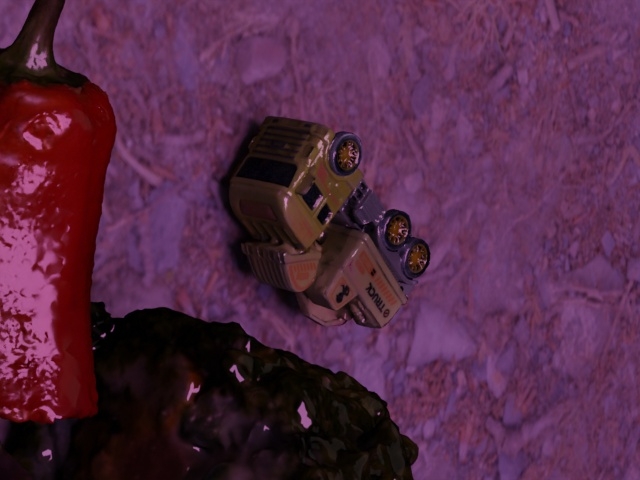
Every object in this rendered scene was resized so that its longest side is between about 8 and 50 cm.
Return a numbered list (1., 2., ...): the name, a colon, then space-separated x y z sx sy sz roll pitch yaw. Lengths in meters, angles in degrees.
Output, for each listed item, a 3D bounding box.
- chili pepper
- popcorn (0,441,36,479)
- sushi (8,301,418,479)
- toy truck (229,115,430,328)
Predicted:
1. chili pepper: -0.199 -0.056 1.244 0.135 0.131 0.338 3 96 -8
2. popcorn: -0.230 0.276 1.060 0.349 0.349 0.381 18 75 -49
3. sushi: -0.078 0.230 1.301 0.178 0.294 0.351 30 71 -52
4. toy truck: 0.000 0.000 1.523 0.116 0.085 0.191 -56 135 -22
